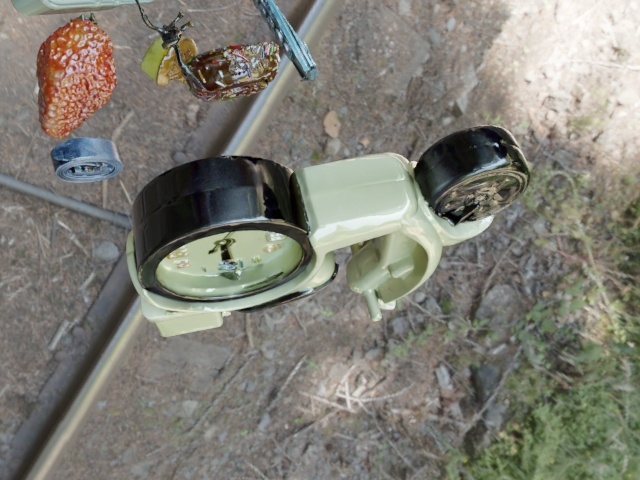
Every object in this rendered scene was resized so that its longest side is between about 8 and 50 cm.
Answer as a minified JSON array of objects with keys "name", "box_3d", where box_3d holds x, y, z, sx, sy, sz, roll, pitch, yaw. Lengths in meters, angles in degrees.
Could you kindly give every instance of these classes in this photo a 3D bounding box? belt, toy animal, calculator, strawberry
[{"name":"belt","box_3d":[-0.657,-0.227,1.633,0.190,0.082,0.141,-8,158,-41]},{"name":"toy animal","box_3d":[-0.280,-0.384,1.095,0.062,0.107,0.220,-18,132,25]},{"name":"calculator","box_3d":[-0.053,-0.217,0.512,0.018,0.057,0.172,-32,96,1]},{"name":"strawberry","box_3d":[-0.476,-0.309,1.085,0.107,0.175,0.235,-10,106,-73]}]

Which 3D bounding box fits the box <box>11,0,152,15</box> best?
[{"name":"box","box_3d":[-0.557,-0.608,1.334,0.312,0.183,0.175,-29,112,-45]}]

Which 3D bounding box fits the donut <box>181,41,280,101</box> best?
[{"name":"donut","box_3d":[-0.198,-0.372,1.308,0.216,0.230,0.095,-19,101,-32]}]

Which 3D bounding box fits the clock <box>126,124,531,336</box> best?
[{"name":"clock","box_3d":[0.000,0.000,0.605,0.379,0.120,0.276,-6,152,-11]}]

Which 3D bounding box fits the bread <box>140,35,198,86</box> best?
[{"name":"bread","box_3d":[-0.362,-0.447,1.429,0.125,0.086,0.156,-63,170,23]}]
